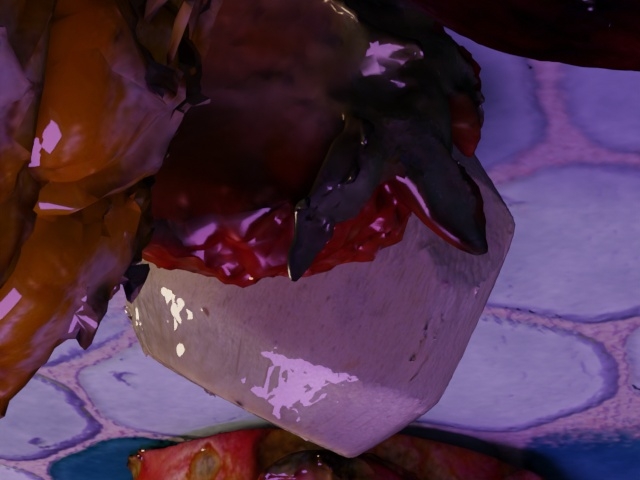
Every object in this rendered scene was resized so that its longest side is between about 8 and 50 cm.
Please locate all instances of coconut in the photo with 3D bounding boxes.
[{"bbox_3d":[0.000,0.000,0.707,0.161,0.162,0.161,27,173,4],"label":"coconut"}]

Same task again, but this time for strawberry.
[{"bbox_3d":[-0.053,-0.051,0.599,0.228,0.174,0.098,-6,159,18],"label":"strawberry"}]

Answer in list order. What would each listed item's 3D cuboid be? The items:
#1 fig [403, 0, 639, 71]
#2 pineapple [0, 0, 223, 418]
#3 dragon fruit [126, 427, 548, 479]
[{"bbox_3d":[0.035,-0.148,0.409,0.249,0.186,0.204,17,168,-7],"label":"fig"},{"bbox_3d":[-0.194,-0.092,0.399,0.352,0.352,0.300,-14,149,30],"label":"pineapple"},{"bbox_3d":[0.012,0.297,1.159,0.371,0.249,0.386,33,139,-33],"label":"dragon fruit"}]
